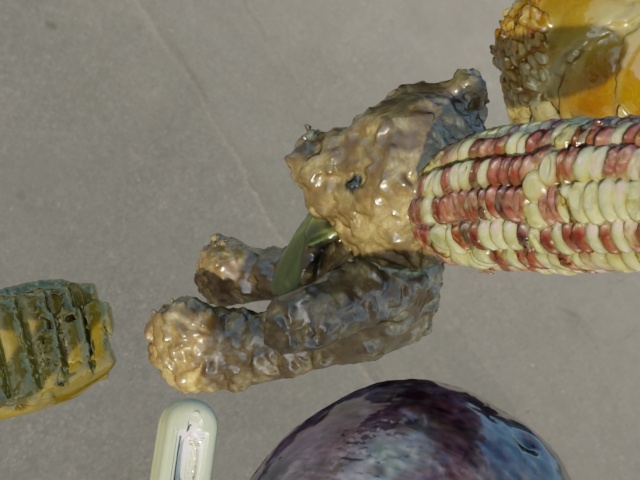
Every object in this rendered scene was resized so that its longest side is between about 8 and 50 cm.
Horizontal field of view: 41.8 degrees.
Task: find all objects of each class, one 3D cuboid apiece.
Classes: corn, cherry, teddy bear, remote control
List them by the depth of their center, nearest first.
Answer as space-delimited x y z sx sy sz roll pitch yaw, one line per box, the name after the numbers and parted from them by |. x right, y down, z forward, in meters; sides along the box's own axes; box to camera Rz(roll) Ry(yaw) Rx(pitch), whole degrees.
0.125 -0.017 0.377 0.079 0.237 0.080 -2 94 -27 | corn
0.034 0.161 0.381 0.195 0.195 0.195 24 44 -25 | cherry
-0.010 -0.001 0.671 0.246 0.296 0.223 -68 151 -50 | teddy bear
-0.177 0.312 1.069 0.078 0.042 0.221 14 73 -28 | remote control

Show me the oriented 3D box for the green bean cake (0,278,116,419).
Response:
-0.358 0.128 0.885 0.224 0.229 0.131 -9 83 -62 | green bean cake

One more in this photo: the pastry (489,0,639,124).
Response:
0.295 -0.134 0.841 0.162 0.255 0.311 -44 59 -14 | pastry
